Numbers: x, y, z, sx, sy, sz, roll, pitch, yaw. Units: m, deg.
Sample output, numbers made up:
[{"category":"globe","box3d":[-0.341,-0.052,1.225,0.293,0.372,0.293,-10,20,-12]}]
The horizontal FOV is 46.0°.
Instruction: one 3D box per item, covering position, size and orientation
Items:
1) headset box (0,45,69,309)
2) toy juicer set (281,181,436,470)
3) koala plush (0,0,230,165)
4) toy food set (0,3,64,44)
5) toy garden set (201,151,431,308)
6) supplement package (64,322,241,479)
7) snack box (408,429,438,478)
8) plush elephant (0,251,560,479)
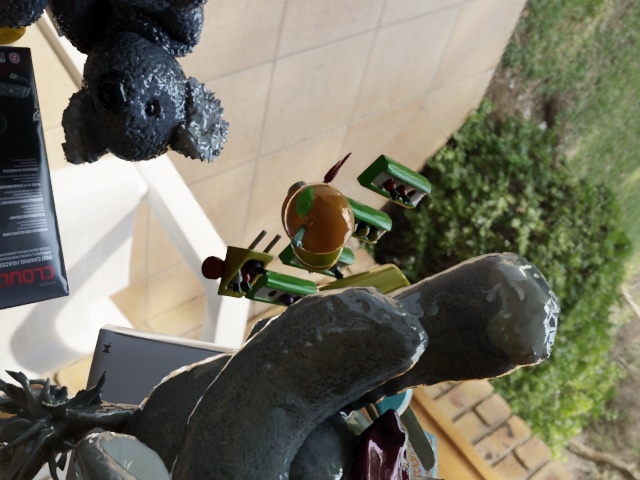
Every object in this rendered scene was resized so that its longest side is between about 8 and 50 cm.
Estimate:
[{"category":"headset box","box3d":[-0.383,-0.038,0.733,0.110,0.293,0.218,-5,-177,43]},{"category":"toy juicer set","box3d":[0.019,0.084,0.696,0.090,0.209,0.329,-27,144,-7]},{"category":"koala plush","box3d":[-0.178,-0.177,0.717,0.196,0.203,0.221,-5,108,3]},{"category":"toy food set","box3d":[-0.275,-0.311,0.834,0.232,0.104,0.111,-27,170,-20]},{"category":"toy garden set","box3d":[0.000,0.000,0.877,0.244,0.049,0.204,-44,148,19]},{"category":"supplement package","box3d":[-0.160,0.227,0.928,0.145,0.262,0.203,160,-58,-77]},{"category":"snack box","box3d":[0.065,0.365,0.872,0.187,0.060,0.322,-57,-177,18]},{"category":"plush elephant","box3d":[-0.021,0.173,0.352,0.330,0.255,0.271,3,126,-12]}]
